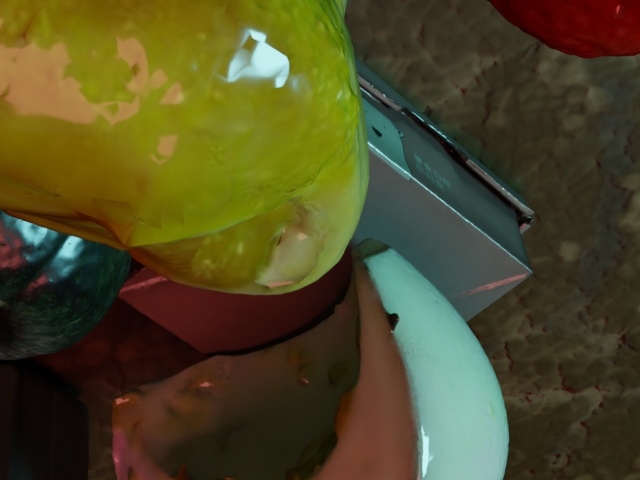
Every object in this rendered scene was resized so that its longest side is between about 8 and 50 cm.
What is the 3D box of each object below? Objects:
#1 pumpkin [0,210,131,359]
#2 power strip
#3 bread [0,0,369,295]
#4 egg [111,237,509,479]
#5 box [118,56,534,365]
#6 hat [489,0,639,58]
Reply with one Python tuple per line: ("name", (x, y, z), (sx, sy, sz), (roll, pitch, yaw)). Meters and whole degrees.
("pumpkin", (-0.219, -0.005, 1.063), (0.212, 0.152, 0.211), (0, 151, 0))
("power strip", (-0.248, 0.249, 1.220), (0.229, 0.261, 0.141), (-39, 123, 23))
("bread", (-0.131, -0.138, 0.844), (0.361, 0.394, 0.250), (11, 113, -12))
("egg", (0.021, 0.130, 1.096), (0.162, 0.206, 0.271), (-4, 150, -48))
("box", (0.000, 0.000, 1.154), (0.215, 0.086, 0.215), (-38, 125, 23))
("hat", (0.140, -0.202, 0.838), (0.242, 0.332, 0.274), (29, 124, -25))
